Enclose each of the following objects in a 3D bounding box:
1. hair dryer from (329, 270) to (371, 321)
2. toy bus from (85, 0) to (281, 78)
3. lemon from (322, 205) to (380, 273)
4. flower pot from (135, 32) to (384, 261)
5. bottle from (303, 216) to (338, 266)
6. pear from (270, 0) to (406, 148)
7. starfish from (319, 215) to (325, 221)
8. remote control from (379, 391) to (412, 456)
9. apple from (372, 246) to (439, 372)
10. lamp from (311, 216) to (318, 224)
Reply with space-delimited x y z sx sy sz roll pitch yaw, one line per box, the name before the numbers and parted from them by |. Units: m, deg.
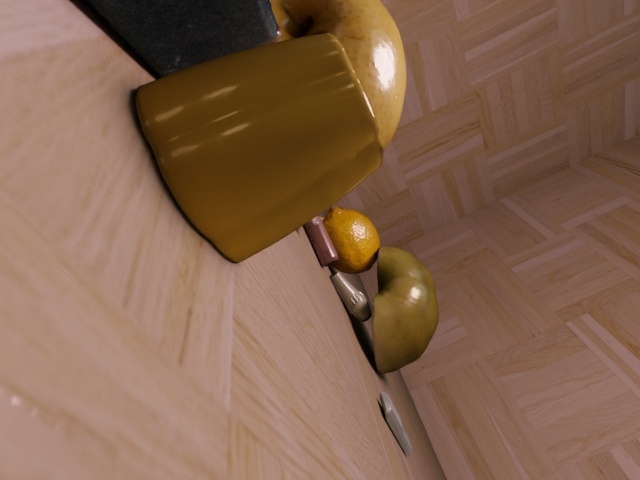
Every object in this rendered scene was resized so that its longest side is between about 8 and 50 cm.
hair dryer | 0.074 0.145 1.207 0.167 0.068 0.199 56 -3 -21
toy bus | -0.153 -0.287 0.310 0.323 0.162 0.194 46 22 -81
lemon | 0.091 0.002 1.271 0.256 0.188 0.188 55 8 -21
flower pot | -0.043 -0.100 0.397 0.195 0.179 0.195 -24 90 -86
bottle | 0.000 0.000 1.083 0.053 0.053 0.140 45 20 -76
pear | -0.023 -0.220 0.604 0.309 0.310 0.309 64 5 -10
starfish | 0.011 -0.202 1.393 0.398 0.132 0.383 87 8 -57
remote control | 0.176 0.423 0.922 0.061 0.029 0.162 -102 166 -64
apple | 0.226 0.222 1.254 0.312 0.320 0.360 44 -17 37
lamp | -0.048 -0.141 0.989 0.246 0.108 0.179 -105 173 -67
